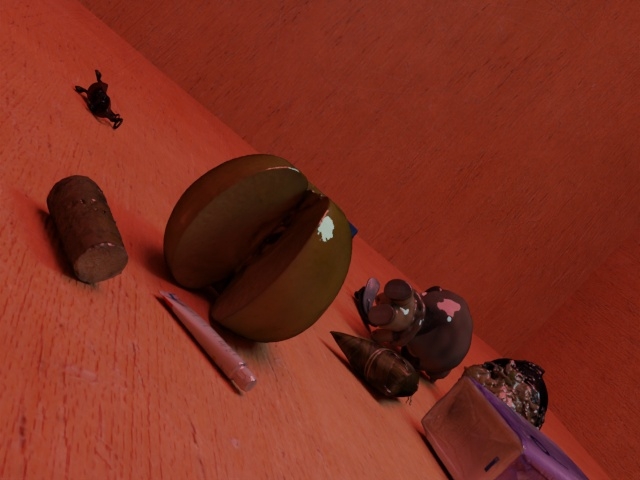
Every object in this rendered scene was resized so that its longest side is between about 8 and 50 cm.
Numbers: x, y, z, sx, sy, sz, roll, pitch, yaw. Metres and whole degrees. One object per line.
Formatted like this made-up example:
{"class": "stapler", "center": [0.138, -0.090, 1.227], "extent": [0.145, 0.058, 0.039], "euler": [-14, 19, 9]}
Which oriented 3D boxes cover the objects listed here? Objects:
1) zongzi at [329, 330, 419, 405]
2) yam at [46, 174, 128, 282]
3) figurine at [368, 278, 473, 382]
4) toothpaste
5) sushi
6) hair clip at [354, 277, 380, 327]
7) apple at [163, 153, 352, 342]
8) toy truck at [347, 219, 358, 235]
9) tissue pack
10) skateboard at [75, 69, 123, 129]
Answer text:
{"class": "zongzi", "center": [0.114, 0.251, 1.692], "extent": [0.184, 0.084, 0.187], "euler": [35, -3, 23]}
{"class": "yam", "center": [-0.293, -0.014, 1.041], "extent": [0.078, 0.078, 0.179], "euler": [36, 10, -42]}
{"class": "figurine", "center": [0.257, 0.207, 2.091], "extent": [0.203, 0.248, 0.381], "euler": [-4, -23, 35]}
{"class": "toothpaste", "center": [-0.153, 0.132, 1.118], "extent": [0.190, 0.031, 0.048], "euler": [42, 9, 27]}
{"class": "sushi", "center": [0.437, 0.396, 2.017], "extent": [0.239, 0.224, 0.219], "euler": [8, -5, 35]}
{"class": "hair clip", "center": [0.133, 0.185, 2.245], "extent": [0.048, 0.083, 0.275], "euler": [46, 13, -15]}
{"class": "apple", "center": [-0.091, 0.008, 1.282], "extent": [0.292, 0.254, 0.292], "euler": [44, 3, -3]}
{"class": "toy truck", "center": [0.000, 0.000, 2.179], "extent": [0.161, 0.162, 0.385], "euler": [41, 7, 3]}
{"class": "tissue pack", "center": [0.384, 0.448, 1.614], "extent": [0.338, 0.160, 0.242], "euler": [39, 9, -29]}
{"class": "skateboard", "center": [-0.483, -0.305, 1.831], "extent": [0.080, 0.067, 0.151], "euler": [49, 6, -45]}
